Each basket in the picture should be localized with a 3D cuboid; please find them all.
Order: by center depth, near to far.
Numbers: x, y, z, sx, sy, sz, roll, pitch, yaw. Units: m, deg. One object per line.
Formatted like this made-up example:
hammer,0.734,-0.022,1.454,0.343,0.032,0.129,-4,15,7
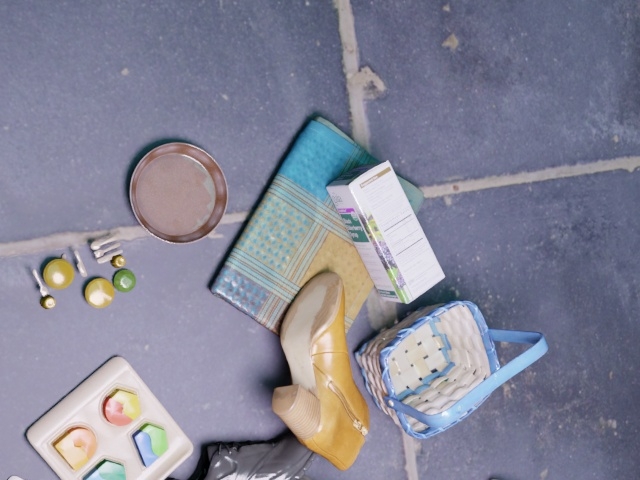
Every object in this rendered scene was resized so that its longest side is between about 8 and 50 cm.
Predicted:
basket,0.219,0.219,1.695,0.255,0.289,0.201,-29,101,-23

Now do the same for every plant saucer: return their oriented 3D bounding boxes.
plant saucer,-0.236,-0.077,1.629,0.169,0.029,0.168,1,89,-25

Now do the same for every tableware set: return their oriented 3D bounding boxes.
tableware set,-0.374,0.063,1.563,0.154,0.024,0.104,-26,103,-25

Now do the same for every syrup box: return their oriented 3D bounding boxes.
syrup box,0.113,-0.015,1.718,0.096,0.093,0.236,-33,104,-22

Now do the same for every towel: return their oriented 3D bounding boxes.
towel,0.000,0.000,1.738,0.271,0.040,0.370,36,75,-21

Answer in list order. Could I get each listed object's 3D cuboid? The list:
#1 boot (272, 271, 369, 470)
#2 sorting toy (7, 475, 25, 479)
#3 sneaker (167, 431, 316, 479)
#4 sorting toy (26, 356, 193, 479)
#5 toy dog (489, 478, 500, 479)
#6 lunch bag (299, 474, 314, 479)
boot,0.021,0.224,1.682,0.211,0.104,0.295,47,48,-40
sorting toy,-0.460,0.403,1.506,0.083,0.045,0.075,21,60,-24
sneaker,-0.126,0.377,1.632,0.286,0.109,0.130,-31,92,-27
sorting toy,-0.329,0.321,1.566,0.193,0.038,0.208,-41,105,-21
toy dog,0.424,0.579,1.855,0.334,0.161,0.220,13,83,-25
lunch bag,-0.035,0.513,1.566,0.235,0.287,0.168,-32,102,-24
